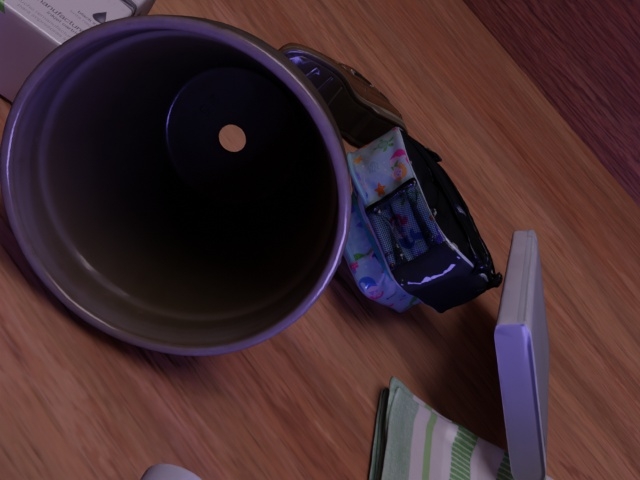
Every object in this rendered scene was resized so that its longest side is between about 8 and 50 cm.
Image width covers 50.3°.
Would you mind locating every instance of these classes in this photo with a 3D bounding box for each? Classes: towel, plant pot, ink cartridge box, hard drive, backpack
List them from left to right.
[{"bbox_3d":[-0.343,-0.301,0.843,0.198,0.115,0.273,36,36,-16],"label":"ink cartridge box"},{"bbox_3d":[-0.120,-0.083,0.740,0.323,0.323,0.280,41,20,-9],"label":"plant pot"},{"bbox_3d":[0.125,-0.027,0.987,0.225,0.191,0.253,29,40,-60],"label":"backpack"},{"bbox_3d":[0.195,0.342,0.854,0.325,0.038,0.248,35,37,-17],"label":"towel"},{"bbox_3d":[0.306,0.150,1.012,0.353,0.047,0.233,-47,128,-62],"label":"hard drive"}]

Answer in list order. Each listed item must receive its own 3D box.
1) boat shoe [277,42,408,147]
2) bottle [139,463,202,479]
[{"bbox_3d":[0.027,-0.259,1.214,0.307,0.110,0.104,31,33,-38],"label":"boat shoe"},{"bbox_3d":[-0.160,0.288,0.476,0.118,0.092,0.283,27,36,1],"label":"bottle"}]
